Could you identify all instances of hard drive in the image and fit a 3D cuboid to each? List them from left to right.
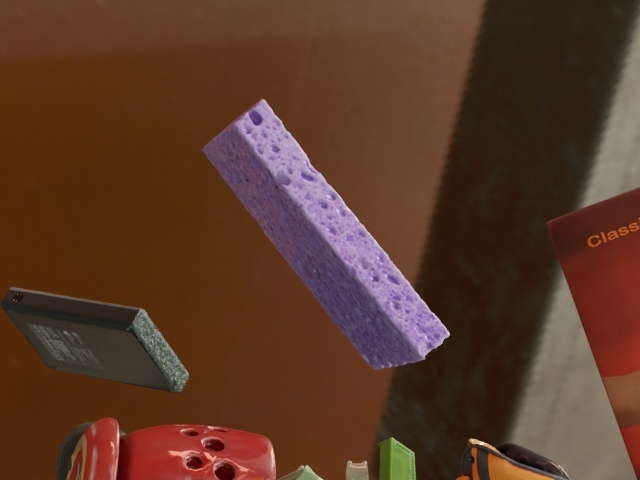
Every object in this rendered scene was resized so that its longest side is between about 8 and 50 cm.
[{"bbox_3d":[-0.181,0.081,1.587,0.022,0.135,0.094,-62,143,-29],"label":"hard drive"}]

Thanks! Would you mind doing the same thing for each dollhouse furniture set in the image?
[{"bbox_3d":[0.019,0.232,1.736,0.151,0.058,0.076,-28,131,31],"label":"dollhouse furniture set"}]

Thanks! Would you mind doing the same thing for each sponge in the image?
[{"bbox_3d":[0.000,0.000,1.400,0.031,0.117,0.210,-40,94,-17],"label":"sponge"}]

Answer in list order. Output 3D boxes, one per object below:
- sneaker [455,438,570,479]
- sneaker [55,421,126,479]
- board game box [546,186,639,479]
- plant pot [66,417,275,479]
[{"bbox_3d":[0.128,0.284,1.906,0.321,0.180,0.124,-8,175,25],"label":"sneaker"},{"bbox_3d":[-0.141,0.303,1.968,0.116,0.314,0.136,-46,-179,7],"label":"sneaker"},{"bbox_3d":[0.214,0.000,0.548,0.281,0.145,0.027,-21,132,7],"label":"board game box"},{"bbox_3d":[-0.144,0.257,1.789,0.174,0.191,0.191,11,122,-14],"label":"plant pot"}]
